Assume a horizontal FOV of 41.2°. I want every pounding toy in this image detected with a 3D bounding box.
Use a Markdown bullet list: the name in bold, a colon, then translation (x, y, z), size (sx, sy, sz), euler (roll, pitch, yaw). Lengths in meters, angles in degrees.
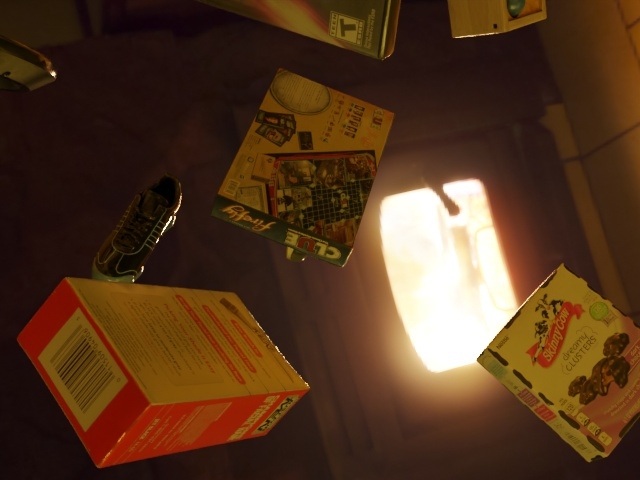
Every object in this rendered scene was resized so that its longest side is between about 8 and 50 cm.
- **pounding toy**: translation (0.224, -0.319, 1.000), size (0.100, 0.141, 0.130), euler (5, 112, 40)

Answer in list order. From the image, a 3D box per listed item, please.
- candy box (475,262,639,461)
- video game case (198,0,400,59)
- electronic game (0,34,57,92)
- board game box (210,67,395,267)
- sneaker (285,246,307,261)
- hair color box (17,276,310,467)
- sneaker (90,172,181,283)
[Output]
- **candy box**: translation (0.331, 0.156, 1.104), size (0.196, 0.165, 0.070), euler (42, 163, 13)
- **video game case**: translation (-0.051, -0.279, 0.695), size (0.274, 0.026, 0.196), euler (23, 127, 24)
- **electronic game**: translation (-0.364, -0.187, 0.797), size (0.229, 0.229, 0.048), euler (-171, 94, -72)
- **board game box**: translation (-0.014, -0.095, 1.030), size (0.042, 0.165, 0.243), euler (114, 177, -49)
- **sneaker**: translation (0.000, 0.000, 1.243), size (0.192, 0.086, 0.064), euler (105, -173, -71)
- **hair color box**: translation (-0.087, 0.076, 0.516), size (0.053, 0.167, 0.093), euler (-49, 65, 16)
- **sneaker**: translation (-0.293, -0.020, 1.362), size (0.232, 0.081, 0.090), euler (-65, -3, -48)
